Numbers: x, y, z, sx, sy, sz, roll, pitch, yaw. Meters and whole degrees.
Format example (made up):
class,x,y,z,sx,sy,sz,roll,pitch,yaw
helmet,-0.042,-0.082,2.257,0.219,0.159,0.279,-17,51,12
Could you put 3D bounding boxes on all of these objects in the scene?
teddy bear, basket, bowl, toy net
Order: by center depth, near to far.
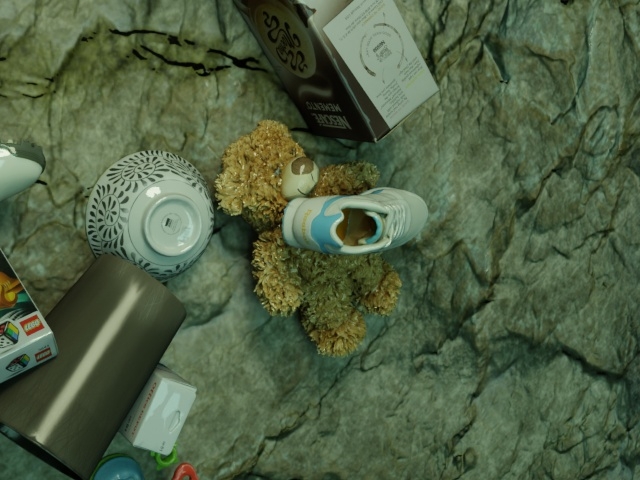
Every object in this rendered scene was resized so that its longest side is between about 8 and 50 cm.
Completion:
class,x,y,z,sx,sy,sz,roll,pitch,yaw
basket,-0.269,0.141,1.158,0.154,0.204,0.227,43,67,-23
bowl,-0.193,-0.022,1.226,0.170,0.080,0.170,-5,101,-28
toy net,-0.203,0.365,1.308,0.122,0.045,0.232,-32,114,-24
teddy bear,0.000,0.000,1.324,0.245,0.113,0.338,-26,110,-26

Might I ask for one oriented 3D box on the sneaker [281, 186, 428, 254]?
class,x,y,z,sx,sy,sz,roll,pitch,yaw
sneaker,0.063,-0.018,1.257,0.229,0.092,0.087,-9,104,-43

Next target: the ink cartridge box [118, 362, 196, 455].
class,x,y,z,sx,sy,sz,roll,pitch,yaw
ink cartridge box,-0.209,0.199,1.228,0.052,0.122,0.088,25,85,-31

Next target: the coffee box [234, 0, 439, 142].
class,x,y,z,sx,sy,sz,roll,pitch,yaw
coffee box,0.000,-0.277,1.244,0.119,0.168,0.297,-40,115,-18

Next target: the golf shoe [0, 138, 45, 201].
class,x,y,z,sx,sy,sz,roll,pitch,yaw
golf shoe,-0.413,-0.021,1.063,0.273,0.105,0.120,-22,75,-16

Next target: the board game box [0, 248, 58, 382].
class,x,y,z,sx,sy,sz,roll,pitch,yaw
board game box,-0.456,0.106,1.041,0.305,0.193,0.053,-27,150,-24
